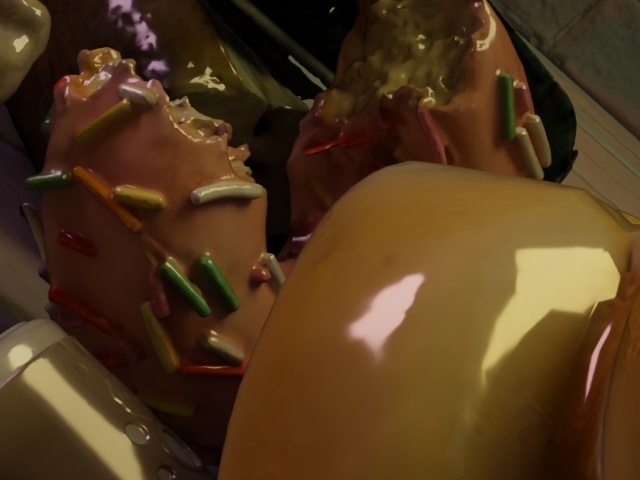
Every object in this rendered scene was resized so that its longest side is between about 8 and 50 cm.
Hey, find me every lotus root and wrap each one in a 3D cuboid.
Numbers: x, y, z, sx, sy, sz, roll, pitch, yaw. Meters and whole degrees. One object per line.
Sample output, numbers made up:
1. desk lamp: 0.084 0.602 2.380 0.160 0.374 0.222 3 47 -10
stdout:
1. lotus root: -0.046 -0.037 0.920 0.235 0.138 0.119 32 24 -45

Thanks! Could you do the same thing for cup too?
1. cup: -0.074 0.077 0.627 0.099 0.074 0.102 47 13 3

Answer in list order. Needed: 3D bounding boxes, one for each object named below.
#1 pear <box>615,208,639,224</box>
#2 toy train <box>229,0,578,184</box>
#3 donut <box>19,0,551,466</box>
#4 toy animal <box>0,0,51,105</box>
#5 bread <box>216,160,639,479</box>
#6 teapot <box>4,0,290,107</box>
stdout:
1. pear: 0.132 0.059 1.091 0.178 0.178 0.178 43 14 -13
2. toy train: 0.021 -0.109 0.933 0.088 0.086 0.407 43 3 30
3. donut: 0.000 0.000 0.793 0.085 0.233 0.199 16 -57 47
4. toy animal: -0.206 -0.099 0.674 0.233 0.121 0.168 54 29 -8
5. bread: 0.156 0.126 0.657 0.424 0.245 0.329 36 36 -40
6. teapot: -0.122 -0.245 1.043 0.300 0.253 0.344 -7 55 -33
